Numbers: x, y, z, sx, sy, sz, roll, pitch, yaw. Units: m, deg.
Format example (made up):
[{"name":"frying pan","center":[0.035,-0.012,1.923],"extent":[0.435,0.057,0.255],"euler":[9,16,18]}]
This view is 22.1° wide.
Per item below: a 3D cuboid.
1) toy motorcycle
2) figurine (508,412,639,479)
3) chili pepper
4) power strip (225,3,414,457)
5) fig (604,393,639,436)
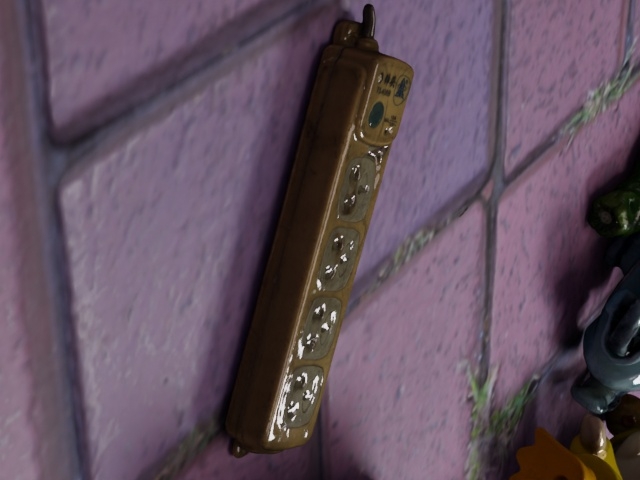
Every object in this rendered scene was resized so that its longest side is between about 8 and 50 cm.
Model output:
[{"name":"toy motorcycle","center":[0.333,0.064,1.582],"extent":[0.260,0.154,0.206],"euler":[-38,160,-37]},{"name":"figurine","center":[0.281,0.279,1.568],"extent":[0.344,0.187,0.215],"euler":[15,99,-56]},{"name":"chili pepper","center":[0.312,-0.065,1.552],"extent":[0.182,0.050,0.073],"euler":[-58,142,-29]},{"name":"power strip","center":[0.000,0.000,1.044],"extent":[0.064,0.044,0.305],"euler":[5,101,-60]},{"name":"fig","center":[0.327,0.186,1.727],"extent":[0.083,0.050,0.050],"euler":[0,106,-72]}]
